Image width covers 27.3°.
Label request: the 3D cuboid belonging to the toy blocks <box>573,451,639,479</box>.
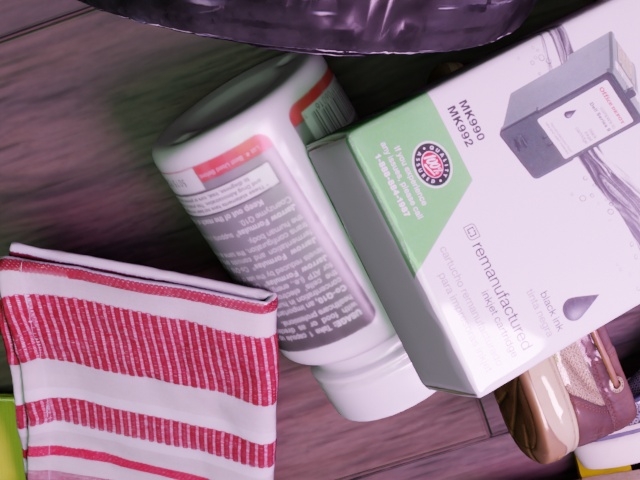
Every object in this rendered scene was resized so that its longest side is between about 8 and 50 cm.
[{"bbox_3d":[0.357,0.335,1.231,0.381,0.191,0.261,-10,122,5],"label":"toy blocks"}]

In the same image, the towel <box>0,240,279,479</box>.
[{"bbox_3d":[-0.154,0.152,1.142,0.237,0.037,0.329,10,131,7],"label":"towel"}]

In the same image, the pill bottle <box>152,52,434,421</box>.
[{"bbox_3d":[0.000,0.000,1.094,0.161,0.161,0.283,-28,108,10],"label":"pill bottle"}]

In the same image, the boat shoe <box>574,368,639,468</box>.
[{"bbox_3d":[0.350,0.062,1.152,0.340,0.127,0.158,-28,95,8],"label":"boat shoe"}]

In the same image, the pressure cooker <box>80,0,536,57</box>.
[{"bbox_3d":[0.001,-0.358,0.846,0.369,0.375,0.420,7,111,1],"label":"pressure cooker"}]

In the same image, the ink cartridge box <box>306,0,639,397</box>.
[{"bbox_3d":[0.169,-0.045,0.983,0.289,0.121,0.211,-29,95,-14],"label":"ink cartridge box"}]

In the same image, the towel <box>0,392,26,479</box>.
[{"bbox_3d":[-0.395,0.181,1.243,0.237,0.021,0.102,3,116,-2],"label":"towel"}]

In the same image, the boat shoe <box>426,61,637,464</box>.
[{"bbox_3d":[0.181,0.008,1.105,0.123,0.123,0.342,-17,88,-12],"label":"boat shoe"}]
